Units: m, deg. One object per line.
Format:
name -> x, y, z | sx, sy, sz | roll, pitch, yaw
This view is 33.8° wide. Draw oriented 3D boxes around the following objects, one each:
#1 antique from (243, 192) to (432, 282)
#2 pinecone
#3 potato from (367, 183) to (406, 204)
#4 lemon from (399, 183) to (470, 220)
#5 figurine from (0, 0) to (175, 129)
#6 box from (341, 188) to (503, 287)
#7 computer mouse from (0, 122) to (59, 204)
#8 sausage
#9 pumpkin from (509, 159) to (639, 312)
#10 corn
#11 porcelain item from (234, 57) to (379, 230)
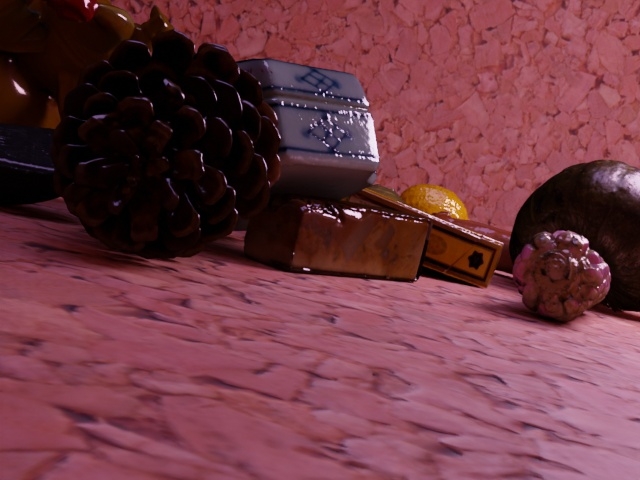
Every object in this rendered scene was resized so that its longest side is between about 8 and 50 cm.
antique -> 0.030, -0.004, 1.405 | 0.087, 0.093, 0.310 | 17, 6, 37
pinecone -> -0.166, -0.095, 1.086 | 0.246, 0.246, 0.292 | 14, 12, 2
potato -> 0.099, -0.043, 2.002 | 0.149, 0.113, 0.251 | 21, 14, 3
lemon -> 0.235, -0.045, 2.217 | 0.187, 0.142, 0.142 | 21, 6, 7
figurine -> -0.415, -0.257, 1.446 | 0.401, 0.387, 0.268 | 51, 12, -50
box -> 0.117, -0.021, 1.698 | 0.301, 0.084, 0.193 | 20, 2, -25
computer mouse -> -0.388, -0.088, 1.243 | 0.264, 0.088, 0.147 | 13, 21, -17
sausage -> 0.393, 0.032, 2.022 | 0.419, 0.094, 0.094 | 16, -11, 30
pumpkin -> 0.476, -0.013, 1.819 | 0.325, 0.242, 0.232 | 12, -40, 27
corn -> 0.361, 0.056, 1.551 | 0.126, 0.127, 0.335 | 15, 0, 19
porcelain item -> -0.089, -0.123, 1.397 | 0.286, 0.157, 0.281 | 0, -16, -45
